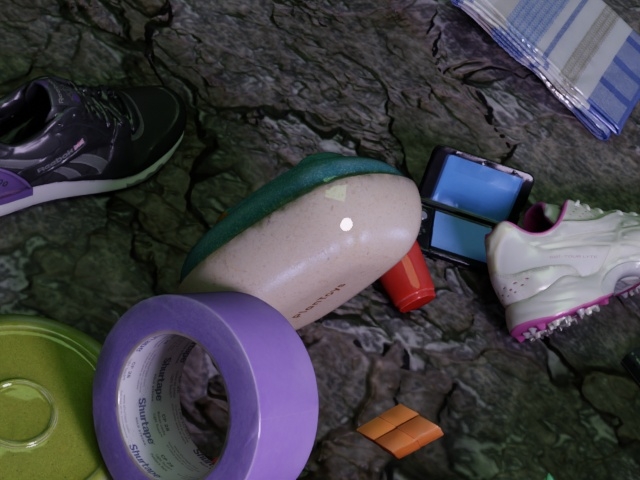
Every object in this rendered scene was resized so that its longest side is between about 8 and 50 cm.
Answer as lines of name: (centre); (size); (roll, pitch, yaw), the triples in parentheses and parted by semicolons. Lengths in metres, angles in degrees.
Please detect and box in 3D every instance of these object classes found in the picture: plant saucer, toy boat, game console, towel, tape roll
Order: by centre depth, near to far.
tape roll: (-0.099, 0.138, 1.019); (0.080, 0.189, 0.189); (1, 49, -54)
plant saucer: (-0.267, 0.159, 1.065); (0.241, 0.037, 0.241); (10, 53, -13)
toy boat: (0.000, 0.000, 1.183); (0.318, 0.267, 0.148); (3, 58, -56)
game console: (0.167, -0.031, 1.342); (0.122, 0.071, 0.107); (18, 50, -6)
towel: (0.307, -0.276, 1.570); (0.285, 0.034, 0.209); (41, 50, -4)

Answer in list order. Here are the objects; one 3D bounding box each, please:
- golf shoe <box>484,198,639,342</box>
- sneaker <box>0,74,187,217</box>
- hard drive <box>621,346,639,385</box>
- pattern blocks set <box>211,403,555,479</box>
golf shoe: (0.309, 0.002, 1.330); (0.306, 0.115, 0.140); (-19, 75, -32)
sneaker: (-0.247, -0.112, 1.218); (0.283, 0.124, 0.107); (-25, 67, -33)
hard drive: (0.403, 0.163, 1.313); (0.094, 0.022, 0.135); (-21, 64, -31)
pattern blocks set: (0.038, 0.262, 0.973); (0.325, 0.026, 0.285); (-13, 49, 20)
